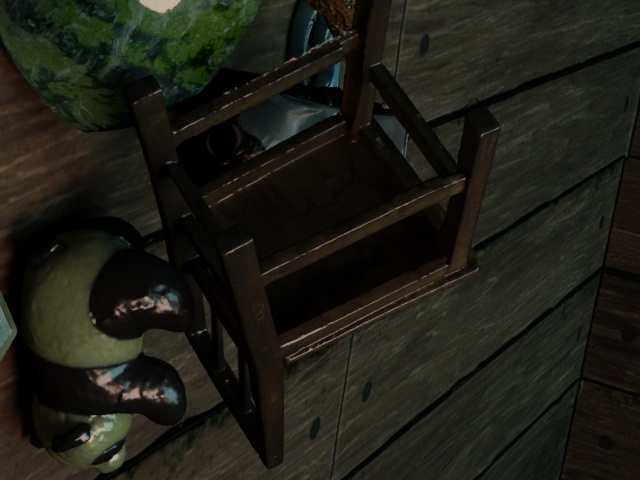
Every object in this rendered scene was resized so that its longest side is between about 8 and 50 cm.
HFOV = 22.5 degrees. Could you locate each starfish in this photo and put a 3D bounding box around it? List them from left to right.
[{"bbox_3d":[0.010,-0.233,1.547,0.231,0.048,0.295,59,-2,-10],"label":"starfish"}]

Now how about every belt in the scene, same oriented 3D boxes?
[{"bbox_3d":[-0.024,-0.083,1.645,0.289,0.184,0.164,0,110,-61],"label":"belt"}]

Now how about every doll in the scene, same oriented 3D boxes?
[{"bbox_3d":[-0.199,0.093,1.424,0.135,0.143,0.234,-11,119,-29],"label":"doll"}]

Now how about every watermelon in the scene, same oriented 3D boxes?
[{"bbox_3d":[-0.155,-0.230,1.290,0.180,0.224,0.305,-146,-116,-74],"label":"watermelon"}]

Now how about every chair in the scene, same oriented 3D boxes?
[{"bbox_3d":[0.000,0.000,1.407,0.241,0.203,0.416,-29,153,-13],"label":"chair"}]

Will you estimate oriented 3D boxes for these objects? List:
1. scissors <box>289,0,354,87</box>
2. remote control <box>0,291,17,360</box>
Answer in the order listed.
[{"bbox_3d":[0.017,-0.331,1.761,0.180,0.032,0.393,-46,146,-48],"label":"scissors"},{"bbox_3d":[-0.301,0.033,1.259,0.098,0.038,0.233,-58,153,-33],"label":"remote control"}]
